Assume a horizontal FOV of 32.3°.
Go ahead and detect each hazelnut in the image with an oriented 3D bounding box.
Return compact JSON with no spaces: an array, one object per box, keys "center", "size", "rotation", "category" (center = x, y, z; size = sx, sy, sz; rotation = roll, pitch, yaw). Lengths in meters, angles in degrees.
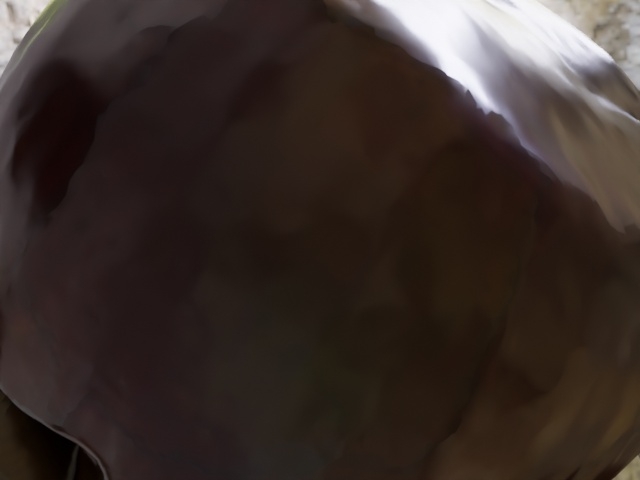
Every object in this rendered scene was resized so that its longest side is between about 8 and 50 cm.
[{"center":[0.000,0.000,0.621],"size":[0.429,0.402,0.402],"rotation":[-14,100,-54],"category":"hazelnut"}]

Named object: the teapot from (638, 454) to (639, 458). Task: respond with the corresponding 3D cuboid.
[{"center":[0.462,0.139,1.208],"size":[0.149,0.220,0.318],"rotation":[1,116,-49],"category":"teapot"}]
